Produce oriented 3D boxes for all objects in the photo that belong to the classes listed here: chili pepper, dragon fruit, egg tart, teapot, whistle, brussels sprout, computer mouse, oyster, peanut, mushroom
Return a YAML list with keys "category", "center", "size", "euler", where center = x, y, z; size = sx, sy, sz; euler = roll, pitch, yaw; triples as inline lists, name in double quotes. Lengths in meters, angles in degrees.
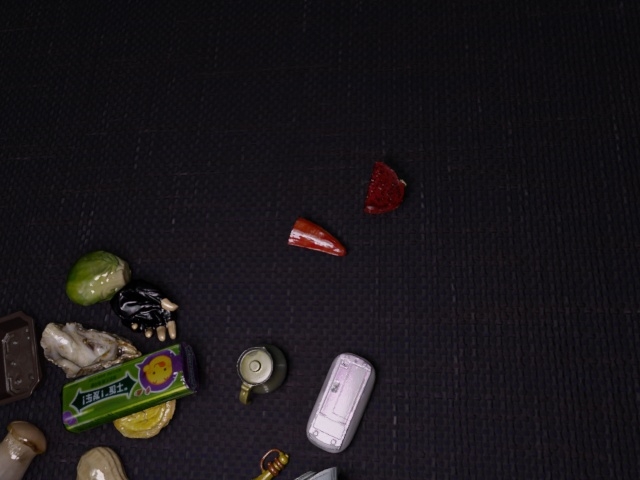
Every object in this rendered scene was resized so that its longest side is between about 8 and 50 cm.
- category: "chili pepper"
  center: [-0.002, 0.003, 1.522]
  size: [0.168, 0.065, 0.088]
  euler: [23, 79, 13]
- category: "dragon fruit"
  center: [0.179, -0.127, 1.524]
  size: [0.106, 0.083, 0.162]
  euler: [13, 66, 1]
- category: "egg tart"
  center: [-0.470, 0.437, 1.458]
  size: [0.191, 0.074, 0.192]
  euler: [-3, 72, 10]
- category: "teapot"
  center: [-0.162, 0.346, 1.407]
  size: [0.130, 0.119, 0.166]
  euler: [24, 79, 17]
- category: "whistle"
  center: [-0.127, 0.579, 1.377]
  size: [0.109, 0.057, 0.046]
  euler: [-47, 115, -15]
- category: "brussels sprout"
  center: [-0.640, 0.105, 1.560]
  size: [0.180, 0.161, 0.144]
  euler: [-16, 107, -10]
- category: "computer mouse"
  center: [0.053, 0.409, 1.380]
  size: [0.125, 0.056, 0.245]
  euler: [19, 77, 16]
- category: "oyster"
  center: [-0.632, 0.308, 1.513]
  size: [0.340, 0.110, 0.167]
  euler: [-4, 59, 13]
- category: "peanut"
  center: [-0.531, 0.649, 1.384]
  size: [0.123, 0.123, 0.257]
  euler: [-38, 74, -3]
- category: "mushroom"
  center: [-0.878, 0.654, 1.383]
  size: [0.137, 0.154, 0.408]
  euler: [19, 63, 27]

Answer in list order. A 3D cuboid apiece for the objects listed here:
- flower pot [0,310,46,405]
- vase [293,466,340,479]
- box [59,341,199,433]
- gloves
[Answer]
- category: "flower pot"
  center: [-0.870, 0.341, 1.558]
  size: [0.178, 0.084, 0.251]
  euler: [-18, 71, 3]
- category: "vase"
  center: [0.052, 0.735, 1.192]
  size: [0.249, 0.250, 0.446]
  euler: [-30, 65, 0]
- category: "box"
  center: [-0.490, 0.379, 1.396]
  size: [0.345, 0.097, 0.134]
  euler: [-21, 58, 5]
- category: "gloves"
  center: [-0.479, 0.204, 1.516]
  size: [0.164, 0.124, 0.203]
  euler: [-43, 90, 14]
